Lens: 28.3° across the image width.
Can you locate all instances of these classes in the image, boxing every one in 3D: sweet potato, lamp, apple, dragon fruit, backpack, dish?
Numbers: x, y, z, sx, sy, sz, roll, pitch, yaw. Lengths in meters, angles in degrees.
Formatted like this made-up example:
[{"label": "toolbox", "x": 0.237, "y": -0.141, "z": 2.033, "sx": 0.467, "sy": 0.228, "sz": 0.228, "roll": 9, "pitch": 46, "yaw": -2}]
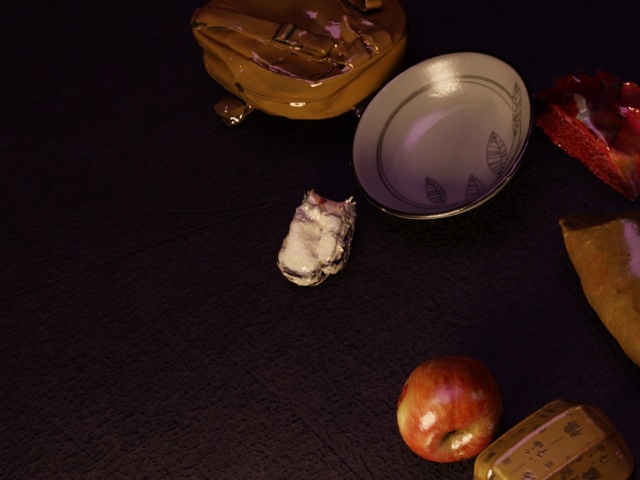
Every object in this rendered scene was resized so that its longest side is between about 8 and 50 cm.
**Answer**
[{"label": "sweet potato", "x": 0.456, "y": 0.086, "z": 1.740, "sx": 0.157, "sy": 0.158, "sz": 0.370, "roll": -20, "pitch": 57, "yaw": 2}, {"label": "lamp", "x": 0.298, "y": 0.299, "z": 1.616, "sx": 0.185, "sy": 0.161, "sz": 0.161, "roll": -34, "pitch": 51, "yaw": -6}, {"label": "apple", "x": 0.178, "y": 0.224, "z": 1.719, "sx": 0.146, "sy": 0.146, "sz": 0.131, "roll": -12, "pitch": 42, "yaw": 8}, {"label": "dragon fruit", "x": 0.445, "y": -0.207, "z": 1.971, "sx": 0.161, "sy": 0.126, "sz": 0.274, "roll": -35, "pitch": 52, "yaw": -10}, {"label": "backpack", "x": -0.031, "y": -0.339, "z": 2.172, "sx": 0.353, "sy": 0.201, "sz": 0.378, "roll": -36, "pitch": 49, "yaw": -13}, {"label": "dish", "x": 0.205, "y": -0.148, "z": 1.997, "sx": 0.316, "sy": 0.106, "sz": 0.316, "roll": -14, "pitch": 55, "yaw": 21}]

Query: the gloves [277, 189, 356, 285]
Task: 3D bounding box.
[{"label": "gloves", "x": 0.000, "y": 0.002, "z": 1.987, "sx": 0.114, "sy": 0.070, "sz": 0.153, "roll": 14, "pitch": 65, "yaw": 16}]
